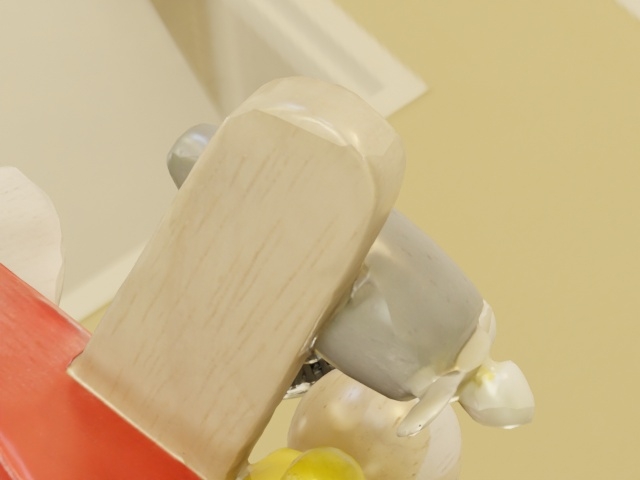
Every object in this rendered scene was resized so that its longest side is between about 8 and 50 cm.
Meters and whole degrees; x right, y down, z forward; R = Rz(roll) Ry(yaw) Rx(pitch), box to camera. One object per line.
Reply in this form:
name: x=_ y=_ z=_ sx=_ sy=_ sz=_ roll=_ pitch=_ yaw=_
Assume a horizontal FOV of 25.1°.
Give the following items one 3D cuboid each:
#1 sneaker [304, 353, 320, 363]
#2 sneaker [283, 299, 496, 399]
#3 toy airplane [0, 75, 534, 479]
sneaker: x=0.000 y=0.000 z=0.916 sx=0.063 sy=0.073 sz=0.162 roll=72 pitch=18 yaw=-62
sneaker: x=-0.015 y=0.095 z=1.145 sx=0.296 sy=0.147 sz=0.104 roll=-5 pitch=-79 yaw=25
toy airplane: x=-0.063 y=0.110 z=0.661 sx=0.386 sy=0.272 sz=0.384 roll=11 pitch=-66 yaw=53
